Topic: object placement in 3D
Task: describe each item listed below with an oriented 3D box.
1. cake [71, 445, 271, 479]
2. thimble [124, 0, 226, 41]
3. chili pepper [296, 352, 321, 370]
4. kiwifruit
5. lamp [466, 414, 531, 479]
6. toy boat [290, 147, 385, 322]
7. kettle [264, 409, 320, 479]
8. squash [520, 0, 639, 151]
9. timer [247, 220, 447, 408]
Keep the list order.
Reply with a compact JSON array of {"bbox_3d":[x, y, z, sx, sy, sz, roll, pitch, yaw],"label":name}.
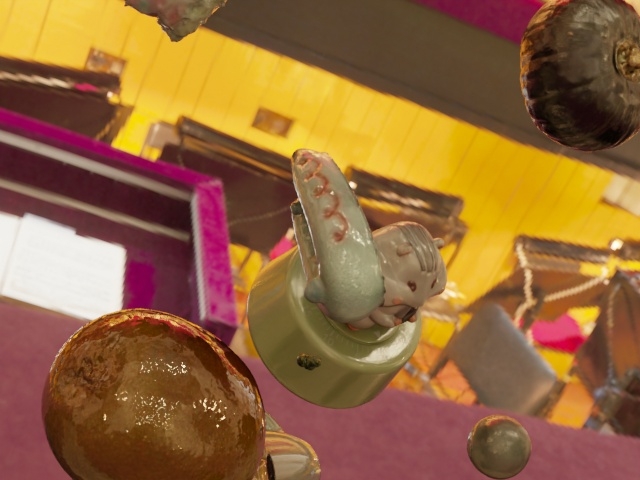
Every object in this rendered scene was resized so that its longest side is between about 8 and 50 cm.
[{"bbox_3d":[-0.228,0.352,1.347,0.332,0.332,0.321,-9,71,-53],"label":"cake"},{"bbox_3d":[-0.159,-0.314,0.998,0.211,0.149,0.185,48,9,24],"label":"thimble"},{"bbox_3d":[-0.018,0.166,1.323,0.027,0.022,0.083,51,-16,-5],"label":"chili pepper"},{"bbox_3d":[-0.155,0.174,0.948,0.196,0.196,0.234,46,7,39],"label":"kiwifruit"},{"bbox_3d":[0.287,0.333,1.548,0.105,0.105,0.105,21,24,-10],"label":"lamp"},{"bbox_3d":[0.000,0.000,1.010,0.078,0.134,0.208,-11,50,-14],"label":"toy boat"},{"bbox_3d":[-0.111,0.402,1.762,0.236,0.161,0.221,20,41,-62],"label":"kettle"},{"bbox_3d":[0.321,-0.204,1.157,0.155,0.193,0.193,16,13,40],"label":"squash"},{"bbox_3d":[0.077,0.081,1.524,0.290,0.315,0.291,17,54,-25],"label":"timer"}]
